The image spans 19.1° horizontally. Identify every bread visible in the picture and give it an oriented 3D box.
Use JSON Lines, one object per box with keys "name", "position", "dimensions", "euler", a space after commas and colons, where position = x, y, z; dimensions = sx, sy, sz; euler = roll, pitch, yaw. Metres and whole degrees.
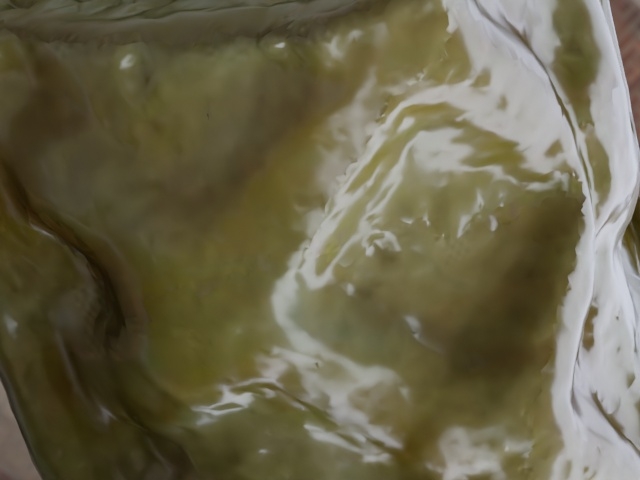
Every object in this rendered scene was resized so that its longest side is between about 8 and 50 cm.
{"name": "bread", "position": [0.005, 0.001, 0.552], "dimensions": [0.196, 0.252, 0.238], "euler": [-8, -149, 12]}
